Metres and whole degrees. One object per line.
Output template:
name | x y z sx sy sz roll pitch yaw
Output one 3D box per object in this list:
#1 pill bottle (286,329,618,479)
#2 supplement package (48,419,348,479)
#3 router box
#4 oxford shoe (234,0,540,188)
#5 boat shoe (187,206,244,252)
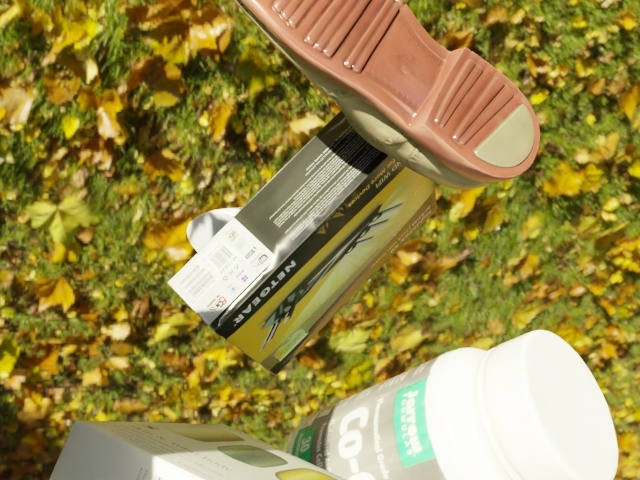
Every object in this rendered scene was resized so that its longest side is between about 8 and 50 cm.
pill bottle | 0.142 0.249 0.850 0.204 0.204 0.361 24 137 -35
supplement package | -0.087 0.274 0.577 0.199 0.198 0.262 18 171 19
router box | 0.000 0.000 0.829 0.309 0.081 0.243 -46 157 -7
oxford shoe | 0.026 -0.157 0.641 0.348 0.123 0.130 41 158 -7
boat shoe | -0.088 -0.016 1.175 0.258 0.084 0.095 2 108 14
